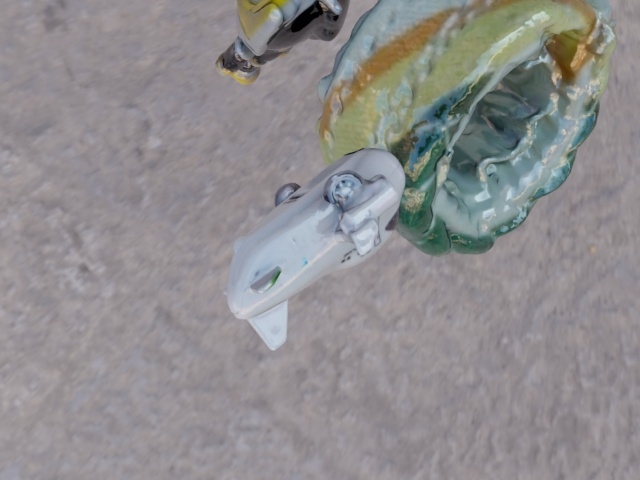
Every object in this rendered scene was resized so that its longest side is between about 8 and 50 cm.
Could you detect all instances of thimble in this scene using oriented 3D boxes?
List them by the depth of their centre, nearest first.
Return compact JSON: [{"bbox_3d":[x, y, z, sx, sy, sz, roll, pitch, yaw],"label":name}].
[{"bbox_3d":[0.138,-0.134,1.288,0.167,0.254,0.288,44,104,33],"label":"thimble"}]

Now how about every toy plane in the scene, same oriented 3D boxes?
[{"bbox_3d":[-0.002,-0.003,1.030,0.174,0.174,0.080,-35,103,18],"label":"toy plane"}]

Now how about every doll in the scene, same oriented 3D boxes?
[{"bbox_3d":[-0.028,-0.230,1.357,0.145,0.316,0.103,-17,85,-16],"label":"doll"}]
